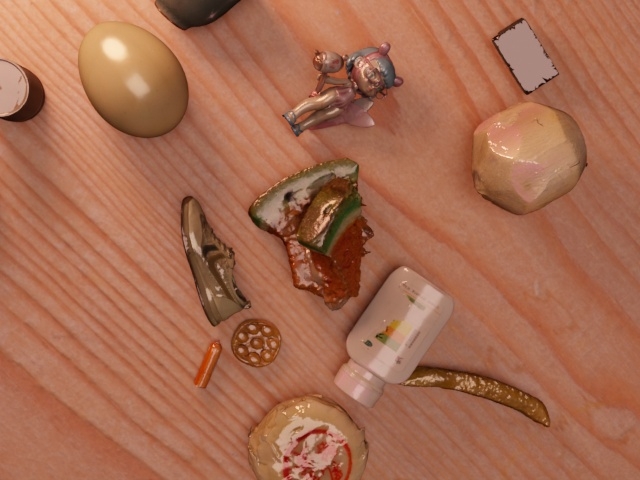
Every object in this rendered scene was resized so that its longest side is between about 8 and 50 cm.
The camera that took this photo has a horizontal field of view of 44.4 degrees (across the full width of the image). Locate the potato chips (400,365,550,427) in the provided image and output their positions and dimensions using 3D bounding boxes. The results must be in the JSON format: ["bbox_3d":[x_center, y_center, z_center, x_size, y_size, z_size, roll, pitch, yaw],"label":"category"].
[{"bbox_3d":[0.350,0.338,1.765,0.406,0.057,0.080,17,96,-11],"label":"potato chips"}]

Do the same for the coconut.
[{"bbox_3d":[0.417,-0.169,1.637,0.230,0.227,0.227,-23,100,-6],"label":"coconut"}]

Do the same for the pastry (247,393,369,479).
[{"bbox_3d":[-0.027,0.453,1.683,0.264,0.133,0.265,0,93,-7],"label":"pastry"}]

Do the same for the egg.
[{"bbox_3d":[-0.361,-0.309,1.506,0.186,0.186,0.242,-43,93,-2],"label":"egg"}]

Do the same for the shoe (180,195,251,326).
[{"bbox_3d":[-0.223,0.038,1.618,0.098,0.103,0.275,-18,105,-8],"label":"shoe"}]

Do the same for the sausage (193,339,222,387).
[{"bbox_3d":[-0.237,0.261,1.674,0.031,0.031,0.107,22,91,-11],"label":"sausage"}]

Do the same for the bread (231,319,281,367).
[{"bbox_3d":[-0.138,0.221,1.688,0.110,0.024,0.110,-1,96,-10],"label":"bread"}]

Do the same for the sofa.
[{"bbox_3d":[0.441,-0.399,1.699,0.085,0.060,0.147,-34,101,13],"label":"sofa"}]

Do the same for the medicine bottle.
[{"bbox_3d":[0.151,0.210,1.688,0.161,0.111,0.296,36,92,7],"label":"medicine bottle"}]

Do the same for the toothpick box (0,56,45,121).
[{"bbox_3d":[-0.588,-0.281,1.476,0.111,0.180,0.111,-1,96,-11],"label":"toothpick box"}]

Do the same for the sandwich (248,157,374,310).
[{"bbox_3d":[0.000,0.000,1.616,0.250,0.162,0.301,-19,97,-2],"label":"sandwich"}]

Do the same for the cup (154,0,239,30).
[{"bbox_3d":[-0.246,-0.491,1.522,0.199,0.199,0.150,41,107,-11],"label":"cup"}]

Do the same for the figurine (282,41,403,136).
[{"bbox_3d":[0.033,-0.321,1.604,0.260,0.103,0.205,-32,126,0],"label":"figurine"}]
